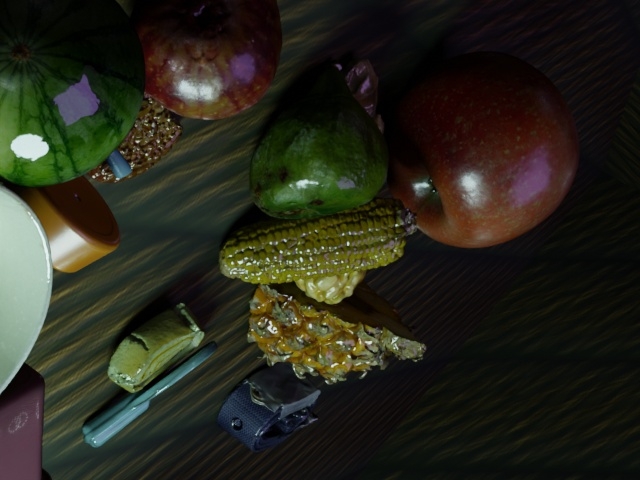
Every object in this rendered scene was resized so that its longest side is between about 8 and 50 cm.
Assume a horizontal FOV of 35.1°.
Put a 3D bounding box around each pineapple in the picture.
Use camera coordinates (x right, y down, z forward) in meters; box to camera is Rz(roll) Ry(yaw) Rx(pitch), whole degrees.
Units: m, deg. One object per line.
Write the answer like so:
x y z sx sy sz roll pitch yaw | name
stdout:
0.029 0.199 1.824 0.344 0.286 0.209 -6 127 -63 | pineapple

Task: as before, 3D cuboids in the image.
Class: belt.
-0.092 0.332 1.976 0.230 0.126 0.139 -11 133 -61 | belt

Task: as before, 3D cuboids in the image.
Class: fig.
-0.005 -0.155 1.456 0.203 0.203 0.235 17 69 -69 | fig
-0.123 -0.205 1.094 0.175 0.175 0.207 -51 178 -16 | fig

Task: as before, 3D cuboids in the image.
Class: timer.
-0.307 0.000 1.052 0.152 0.132 0.132 -38 162 10 | timer

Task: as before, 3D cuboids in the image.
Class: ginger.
0.052 -0.158 1.655 0.333 0.081 0.148 75 36 -64 | ginger

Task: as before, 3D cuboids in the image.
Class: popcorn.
0.015 0.001 1.700 0.194 0.163 0.140 -54 143 -6 | popcorn

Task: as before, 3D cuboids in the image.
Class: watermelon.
-0.245 -0.140 0.868 0.188 0.188 0.215 -54 -170 -8 | watermelon

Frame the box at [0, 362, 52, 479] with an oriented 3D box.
-0.415 0.210 0.996 0.294 0.193 0.167 -27 139 -51 | box

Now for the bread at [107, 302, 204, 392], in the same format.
-0.240 0.155 1.460 0.156 0.064 0.117 -32 162 -38 | bread

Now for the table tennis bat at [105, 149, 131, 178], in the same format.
-0.243 -0.121 1.068 0.100 0.019 0.155 -38 140 -10 | table tennis bat

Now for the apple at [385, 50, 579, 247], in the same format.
0.275 -0.154 1.779 0.277 0.348 0.348 -32 151 -21 | apple

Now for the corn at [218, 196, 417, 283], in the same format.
0.000 0.000 1.563 0.322 0.119 0.119 -8 140 -15 | corn

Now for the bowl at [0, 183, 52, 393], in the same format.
-0.380 0.043 0.854 0.277 0.145 0.277 -38 145 -33 | bowl

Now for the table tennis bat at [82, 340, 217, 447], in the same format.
-0.256 0.227 1.532 0.244 0.040 0.153 -37 -178 -26 | table tennis bat

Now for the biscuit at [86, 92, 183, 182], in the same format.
-0.224 -0.122 1.154 0.126 0.025 0.206 -56 159 -2 | biscuit
